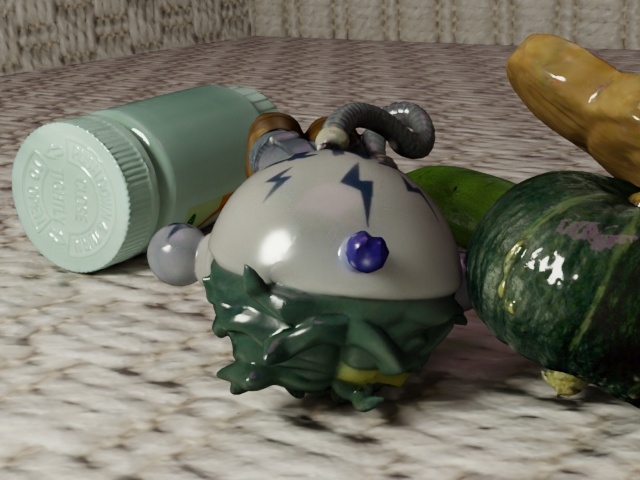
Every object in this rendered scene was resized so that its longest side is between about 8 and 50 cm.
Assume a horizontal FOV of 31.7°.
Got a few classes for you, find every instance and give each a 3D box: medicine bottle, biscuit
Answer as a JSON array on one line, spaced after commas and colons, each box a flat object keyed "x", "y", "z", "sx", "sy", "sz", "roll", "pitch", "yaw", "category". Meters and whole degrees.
[{"x": -0.170, "y": -0.080, "z": 1.240, "sx": 0.158, "sy": 0.158, "sz": 0.318, "roll": 7, "pitch": 19, "yaw": 30, "category": "medicine bottle"}, {"x": 0.296, "y": -0.032, "z": 0.857, "sx": 0.376, "sy": 0.051, "sz": 0.269, "roll": 36, "pitch": 2, "yaw": 16, "category": "biscuit"}]

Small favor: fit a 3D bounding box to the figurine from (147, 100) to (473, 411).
[{"x": -0.004, "y": 0.002, "z": 0.898, "sx": 0.261, "sy": 0.186, "sz": 0.382, "roll": -9, "pitch": 21, "yaw": -3, "category": "figurine"}]

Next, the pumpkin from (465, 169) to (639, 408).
[{"x": 0.200, "y": 0.038, "z": 0.775, "sx": 0.211, "sy": 0.152, "sz": 0.211, "roll": 10, "pitch": 17, "yaw": -3, "category": "pumpkin"}]

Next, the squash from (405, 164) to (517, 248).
[{"x": 0.156, "y": -0.031, "z": 1.160, "sx": 0.082, "sy": 0.082, "sz": 0.292, "roll": -10, "pitch": 17, "yaw": -25, "category": "squash"}]
